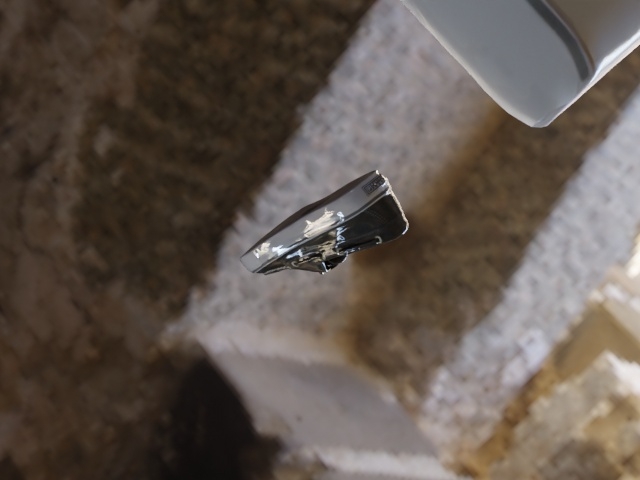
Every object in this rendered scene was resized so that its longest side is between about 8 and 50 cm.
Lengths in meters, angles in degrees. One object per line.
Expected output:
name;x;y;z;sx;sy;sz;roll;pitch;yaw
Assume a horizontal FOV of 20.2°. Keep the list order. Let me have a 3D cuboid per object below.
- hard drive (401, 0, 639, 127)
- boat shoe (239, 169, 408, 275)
hard drive;0.086;-0.182;0.638;0.307;0.203;0.040;-39;175;-46
boat shoe;0.000;0.000;1.082;0.049;0.040;0.142;-40;-173;-37
